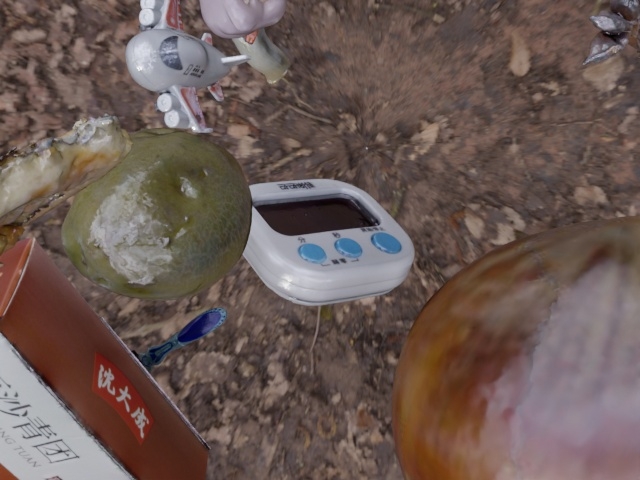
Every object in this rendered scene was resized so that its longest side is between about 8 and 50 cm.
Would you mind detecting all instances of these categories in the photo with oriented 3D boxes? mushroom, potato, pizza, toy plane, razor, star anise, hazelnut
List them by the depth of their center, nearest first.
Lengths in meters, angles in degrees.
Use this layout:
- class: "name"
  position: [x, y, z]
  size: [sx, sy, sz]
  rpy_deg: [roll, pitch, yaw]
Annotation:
- class: "pizza"
  position: [-0.188, 0.003, 0.450]
  size: [0.185, 0.195, 0.052]
  rpy_deg: [-30, 97, 19]
- class: "hazelnut"
  position: [0.272, 0.165, 0.864]
  size: [0.409, 0.359, 0.359]
  rpy_deg: [-3, 96, 6]
- class: "potato"
  position: [-0.166, -0.028, 0.945]
  size: [0.178, 0.235, 0.160]
  rpy_deg: [15, 120, 21]
- class: "razor"
  position: [-0.159, 0.113, 0.986]
  size: [0.154, 0.028, 0.044]
  rpy_deg: [-33, 84, 31]
- class: "toy plane"
  position: [-0.230, -0.302, 1.537]
  size: [0.118, 0.252, 0.252]
  rpy_deg: [-12, 96, 31]
- class: "star anise"
  position: [0.570, -0.411, 1.684]
  size: [0.208, 0.063, 0.171]
  rpy_deg: [-14, 124, -34]
- class: "mushroom"
  position: [-0.136, -0.422, 1.749]
  size: [0.096, 0.099, 0.278]
  rpy_deg: [-46, 132, -30]

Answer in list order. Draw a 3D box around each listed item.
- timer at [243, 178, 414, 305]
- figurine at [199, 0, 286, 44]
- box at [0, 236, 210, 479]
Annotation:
- class: "timer"
  position: [0.000, 0.000, 1.381]
  size: [0.262, 0.237, 0.087]
  rpy_deg: [-7, 129, -34]
- class: "figurine"
  position: [-0.084, -0.312, 1.066]
  size: [0.112, 0.229, 0.137]
  rpy_deg: [6, 59, -19]
- class: "box"
  position: [-0.367, 0.203, 0.930]
  size: [0.385, 0.122, 0.344]
  rpy_deg: [-16, 128, 17]
